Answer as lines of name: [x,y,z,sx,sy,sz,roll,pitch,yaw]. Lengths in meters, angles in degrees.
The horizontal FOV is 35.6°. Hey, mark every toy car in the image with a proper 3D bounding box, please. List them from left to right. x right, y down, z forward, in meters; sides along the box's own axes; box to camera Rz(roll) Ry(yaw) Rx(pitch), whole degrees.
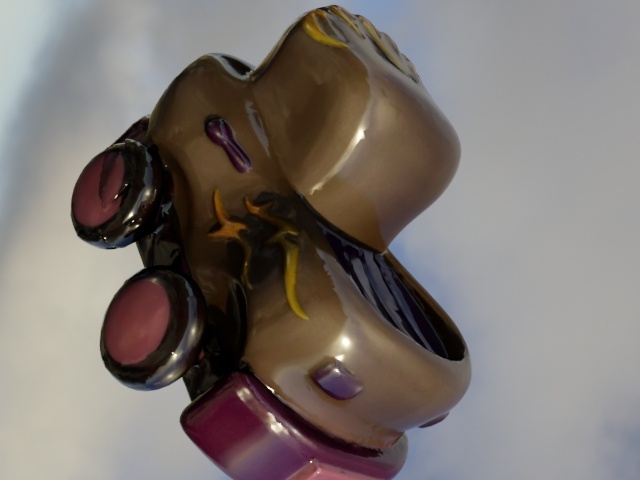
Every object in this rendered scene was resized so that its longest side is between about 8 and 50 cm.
toy car: [0.000,0.000,0.709,0.240,0.271,0.341,-38,-126,17]
